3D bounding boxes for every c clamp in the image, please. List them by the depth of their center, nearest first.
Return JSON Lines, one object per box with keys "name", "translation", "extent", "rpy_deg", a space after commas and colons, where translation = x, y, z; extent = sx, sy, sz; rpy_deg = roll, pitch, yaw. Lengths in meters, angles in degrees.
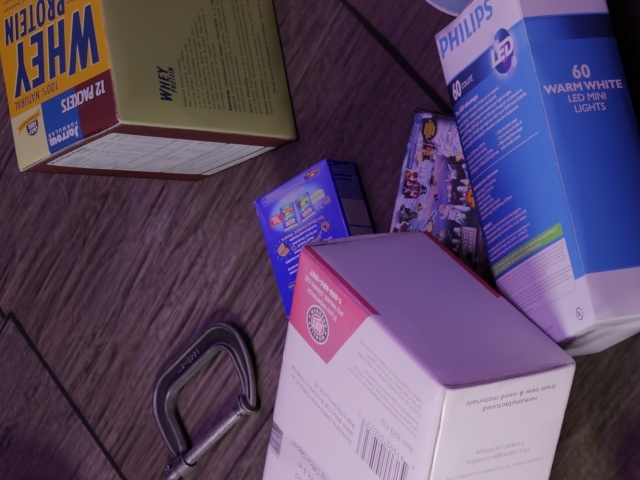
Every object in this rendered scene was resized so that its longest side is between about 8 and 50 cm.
{"name": "c clamp", "translation": [-0.099, 0.156, 1.647], "extent": [0.161, 0.022, 0.137], "rpy_deg": [-51, 52, 32]}

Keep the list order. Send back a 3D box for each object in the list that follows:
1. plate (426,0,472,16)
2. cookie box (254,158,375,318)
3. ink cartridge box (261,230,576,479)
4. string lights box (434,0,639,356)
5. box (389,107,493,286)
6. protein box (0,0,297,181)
{"name": "plate", "translation": [0.131, -0.263, 1.435], "extent": [0.188, 0.024, 0.188], "rpy_deg": [-1, 89, 43]}
{"name": "cookie box", "translation": [0.000, 0.000, 1.540], "extent": [0.092, 0.040, 0.107], "rpy_deg": [-29, 69, 39]}
{"name": "ink cartridge box", "translation": [0.058, 0.165, 1.367], "extent": [0.207, 0.117, 0.283], "rpy_deg": [44, 132, 48]}
{"name": "string lights box", "translation": [0.165, -0.054, 1.329], "extent": [0.133, 0.076, 0.260], "rpy_deg": [141, 120, -64]}
{"name": "box", "translation": [0.101, -0.028, 1.454], "extent": [0.094, 0.027, 0.137], "rpy_deg": [17, 100, 42]}
{"name": "protein box", "translation": [-0.151, -0.165, 1.577], "extent": [0.136, 0.201, 0.200], "rpy_deg": [-20, 75, 41]}
